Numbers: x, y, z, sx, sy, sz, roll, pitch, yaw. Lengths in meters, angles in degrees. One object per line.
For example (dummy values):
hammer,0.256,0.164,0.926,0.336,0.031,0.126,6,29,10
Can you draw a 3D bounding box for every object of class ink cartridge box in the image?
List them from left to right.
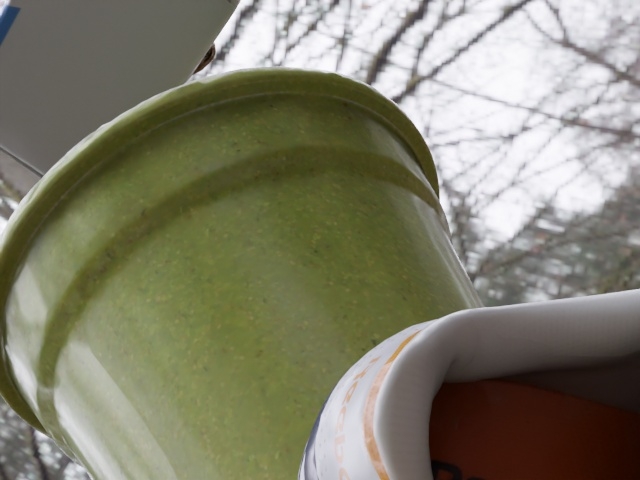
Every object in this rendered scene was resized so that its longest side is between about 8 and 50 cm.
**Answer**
ink cartridge box,-0.117,-0.208,0.952,0.129,0.223,0.307,33,-139,-10

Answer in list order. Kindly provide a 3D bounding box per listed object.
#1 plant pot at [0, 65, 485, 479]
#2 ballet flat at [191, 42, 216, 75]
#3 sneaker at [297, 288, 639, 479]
plant pot,-0.002,0.096,0.650,0.276,0.254,0.276,-19,-43,-19
ballet flat,-0.190,-0.160,1.307,0.206,0.067,0.073,-40,-36,-18
sneaker,0.153,0.093,0.392,0.127,0.321,0.126,98,178,-70
